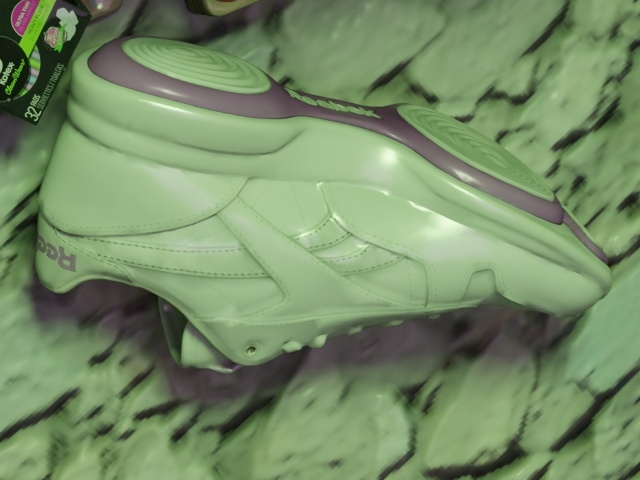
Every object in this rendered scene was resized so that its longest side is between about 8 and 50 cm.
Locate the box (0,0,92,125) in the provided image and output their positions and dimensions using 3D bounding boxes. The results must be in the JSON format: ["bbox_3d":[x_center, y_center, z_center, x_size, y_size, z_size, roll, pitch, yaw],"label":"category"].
[{"bbox_3d":[-0.160,-0.102,0.935,0.083,0.052,0.062,24,100,-21],"label":"box"}]

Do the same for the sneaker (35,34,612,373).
[{"bbox_3d":[0.000,0.000,1.002,0.305,0.114,0.152,16,109,-21],"label":"sneaker"}]

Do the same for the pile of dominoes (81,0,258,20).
[{"bbox_3d":[-0.067,-0.238,0.966,0.196,0.040,0.251,-25,105,-16],"label":"pile of dominoes"}]
